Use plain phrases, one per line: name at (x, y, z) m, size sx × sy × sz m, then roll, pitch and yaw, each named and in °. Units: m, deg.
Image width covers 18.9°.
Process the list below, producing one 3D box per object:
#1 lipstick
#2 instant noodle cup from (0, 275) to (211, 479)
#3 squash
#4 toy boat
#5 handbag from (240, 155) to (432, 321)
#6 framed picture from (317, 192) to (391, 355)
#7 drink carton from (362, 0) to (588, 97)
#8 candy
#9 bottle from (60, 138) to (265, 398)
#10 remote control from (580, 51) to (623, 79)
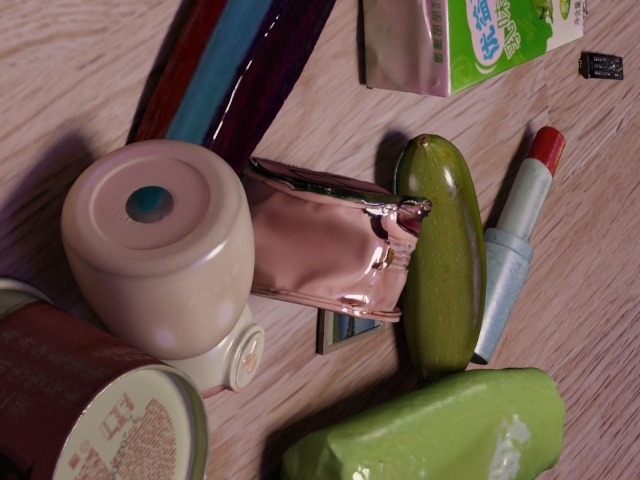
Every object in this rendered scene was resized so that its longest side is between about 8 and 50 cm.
lipstick at (0.208, 0.002, 2.115) m, size 0.068 × 0.061 × 0.274 m, roll 42°, pitch 67°, yaw -51°
instant noodle cup at (-0.208, 0.160, 1.477) m, size 0.235 × 0.178 × 0.234 m, roll -25°, pitch 123°, yaw -47°
squash at (0.128, 0.038, 1.990) m, size 0.094 × 0.094 × 0.341 m, roll -37°, pitch 131°, yaw -43°
toy boat at (-0.052, -0.187, 1.678) m, size 0.392 × 0.079 × 0.136 m, roll -63°, pitch 145°, yaw -14°
handbag at (0.000, -0.002, 1.707) m, size 0.179 × 0.205 × 0.116 m, roll 11°, pitch 94°, yaw -24°
framed picture at (0.034, 0.032, 1.924) m, size 0.109 × 0.011 × 0.149 m, roll -19°, pitch 116°, yaw -51°
drink carton at (0.155, -0.249, 1.914) m, size 0.271 × 0.108 × 0.161 m, roll -26°, pitch 119°, yaw -47°
candy at (0.106, 0.216, 1.944) m, size 0.343 × 0.132 × 0.142 m, roll -14°, pitch 91°, yaw -41°
bottle at (-0.119, 0.043, 1.573) m, size 0.147 × 0.147 × 0.236 m, roll -53°, pitch 153°, yaw -30°
remote control at (0.330, -0.204, 2.257) m, size 0.091 × 0.016 × 0.034 m, roll -3°, pitch 88°, yaw -55°
